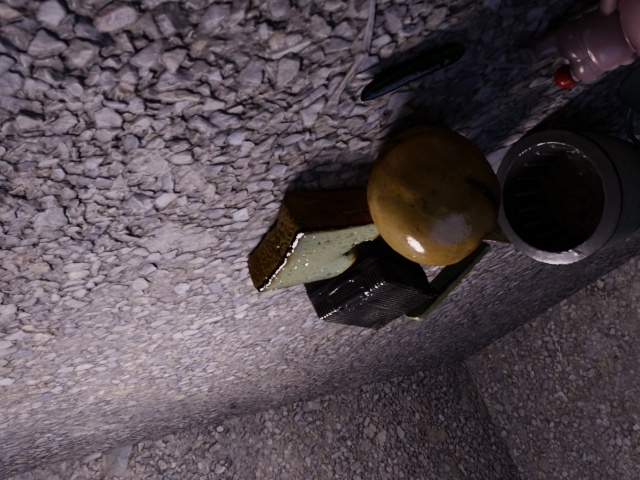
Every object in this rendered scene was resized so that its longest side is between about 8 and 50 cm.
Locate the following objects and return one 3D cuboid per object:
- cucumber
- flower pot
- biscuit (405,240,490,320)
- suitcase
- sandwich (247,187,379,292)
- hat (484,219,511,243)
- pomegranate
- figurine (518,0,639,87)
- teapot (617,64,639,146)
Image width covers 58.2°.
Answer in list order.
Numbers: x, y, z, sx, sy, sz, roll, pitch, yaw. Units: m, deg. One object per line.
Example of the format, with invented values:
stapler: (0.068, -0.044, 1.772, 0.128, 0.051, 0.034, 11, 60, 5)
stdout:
cucumber: (0.143, -0.265, 0.898, 0.184, 0.033, 0.036, -23, 131, 1)
flower pot: (0.612, -0.117, 1.328, 0.330, 0.293, 0.293, -12, 155, -39)
biscuit: (0.367, 0.116, 1.661, 0.322, 0.038, 0.099, -45, -162, -13)
suitcase: (0.134, 0.119, 1.538, 0.230, 0.152, 0.335, -35, 151, 23)
sandwich: (-0.001, -0.001, 1.236, 0.249, 0.095, 0.273, -7, 152, -30)
hat: (0.522, -0.034, 1.645, 0.193, 0.082, 0.193, 7, -176, -1)
pomegranate: (0.202, -0.082, 1.053, 0.261, 0.260, 0.260, -19, 155, -9)
figurine: (0.482, -0.348, 0.922, 0.288, 0.176, 0.186, -26, -157, 46)
teapot: (0.739, -0.293, 1.211, 0.163, 0.148, 0.239, -12, 153, -24)
